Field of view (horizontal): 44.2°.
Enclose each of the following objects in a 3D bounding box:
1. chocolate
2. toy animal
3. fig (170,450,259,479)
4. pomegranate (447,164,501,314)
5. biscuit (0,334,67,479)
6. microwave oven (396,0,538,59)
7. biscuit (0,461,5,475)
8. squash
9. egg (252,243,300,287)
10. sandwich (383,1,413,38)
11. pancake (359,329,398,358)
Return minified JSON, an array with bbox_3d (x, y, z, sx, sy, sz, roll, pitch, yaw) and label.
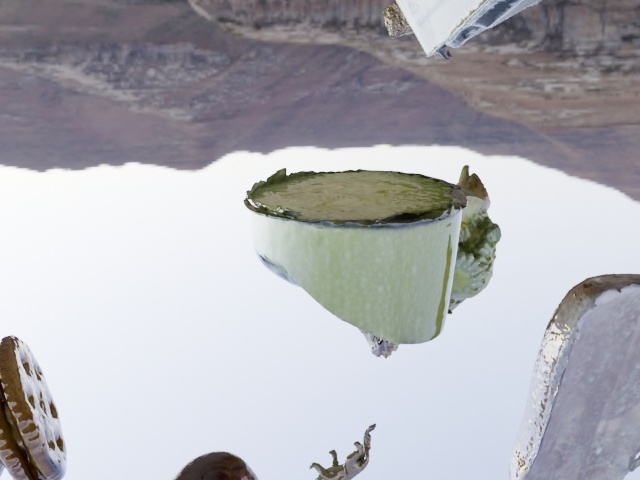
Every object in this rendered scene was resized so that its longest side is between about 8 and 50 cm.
[{"bbox_3d":[0.319,0.170,0.937,0.185,0.303,0.100,-2,-157,-27],"label":"chocolate"},{"bbox_3d":[0.037,0.428,1.511,0.086,0.220,0.069,39,-166,14],"label":"toy animal"},{"bbox_3d":[-0.127,0.293,0.841,0.103,0.155,0.109,37,-152,-17],"label":"fig"},{"bbox_3d":[0.229,-0.010,1.506,0.260,0.260,0.340,7,-136,36],"label":"pomegranate"},{"bbox_3d":[-0.405,0.238,1.078,0.066,0.220,0.220,-23,-164,-11],"label":"biscuit"},{"bbox_3d":[0.173,-0.400,0.773,0.247,0.333,0.394,-32,-175,-2],"label":"microwave oven"},{"bbox_3d":[-0.646,0.423,1.417,0.046,0.359,0.359,21,-166,5],"label":"biscuit"},{"bbox_3d":[0.030,-0.001,0.782,0.220,0.133,0.220,6,-158,-2],"label":"squash"},{"bbox_3d":[0.000,0.000,1.051,0.182,0.141,0.141,4,-169,-4],"label":"egg"},{"bbox_3d":[0.241,-0.429,1.408,0.186,0.065,0.215,-24,-169,-38],"label":"sandwich"},{"bbox_3d":[0.128,0.061,1.364,0.057,0.266,0.244,-17,175,-43],"label":"pancake"}]
